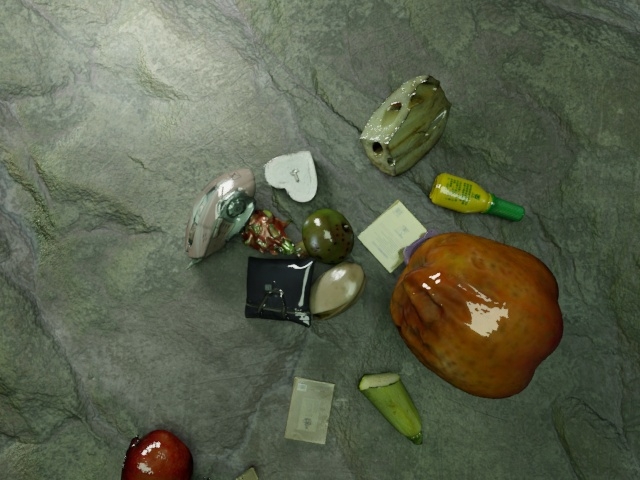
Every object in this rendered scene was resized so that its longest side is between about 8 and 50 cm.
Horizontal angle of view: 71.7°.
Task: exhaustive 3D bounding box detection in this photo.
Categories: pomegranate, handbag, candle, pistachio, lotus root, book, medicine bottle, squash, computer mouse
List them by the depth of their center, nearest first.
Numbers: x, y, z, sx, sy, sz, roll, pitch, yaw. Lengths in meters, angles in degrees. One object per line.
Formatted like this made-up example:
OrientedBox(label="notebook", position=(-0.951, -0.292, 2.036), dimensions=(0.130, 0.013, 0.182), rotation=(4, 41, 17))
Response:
OrientedBox(label="computer mouse", position=(-0.345, -0.074, 1.393), dimensions=(0.389, 0.115, 0.199), rotation=(-53, 46, 7))
OrientedBox(label="pistachio", position=(0.048, 0.164, 1.397), dimensions=(0.138, 0.153, 0.238), rotation=(42, 115, -17))
OrientedBox(label="squash", position=(0.259, 0.531, 1.399), dimensions=(0.137, 0.137, 0.287), rotation=(-41, 91, -3))
OrientedBox(label="handbag", position=(-0.132, 0.159, 1.408), dimensions=(0.255, 0.089, 0.210), rotation=(1, 84, 27))
OrientedBox(label="pomegranate", position=(0.004, -0.014, 1.416), dimensions=(0.211, 0.179, 0.179), rotation=(5, 85, 30))
OrientedBox(label="book", position=(-0.034, 0.554, 1.442), dimensions=(0.139, 0.016, 0.198), rotation=(11, 86, 0))
OrientedBox(label="lotus root", position=(0.276, -0.376, 1.459), dimensions=(0.314, 0.142, 0.210), rotation=(-46, 125, -8))
OrientedBox(label="candle", position=(-0.081, -0.223, 1.467), dimensions=(0.192, 0.068, 0.168), rotation=(34, 90, 0))
OrientedBox(label="medicine bottle", position=(0.521, -0.131, 1.467), dimensions=(0.309, 0.076, 0.111), rotation=(18, 88, 1))
OrientedBox(label="book", position=(0.248, -0.014, 1.486), dimensions=(0.192, 0.013, 0.168), rotation=(-42, 88, -3))

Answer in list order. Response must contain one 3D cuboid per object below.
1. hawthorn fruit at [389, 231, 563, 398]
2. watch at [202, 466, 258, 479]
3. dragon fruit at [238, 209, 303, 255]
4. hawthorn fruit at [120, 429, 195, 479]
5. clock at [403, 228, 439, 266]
OrientedBox(label="hawthorn fruit", position=(0.421, 0.203, 1.261), dimensions=(0.472, 0.472, 0.471), rotation=(0, 86, -1))
OrientedBox(label="watch", position=(-0.338, 0.779, 1.349), dimensions=(0.268, 0.165, 0.102), rotation=(-39, 51, 6))
OrientedBox(label="dragon fruit", position=(-0.155, -0.021, 1.403), dimensions=(0.236, 0.135, 0.137), rotation=(13, 89, 27))
OrientedBox(label="hawthorn fruit", position=(-0.482, 0.694, 1.348), dimensions=(0.251, 0.189, 0.189), rotation=(35, 86, -6))
OrientedBox(label="clock", position=(0.338, 0.035, 1.454), dimensions=(0.153, 0.050, 0.110), rotation=(-36, 101, -4))
